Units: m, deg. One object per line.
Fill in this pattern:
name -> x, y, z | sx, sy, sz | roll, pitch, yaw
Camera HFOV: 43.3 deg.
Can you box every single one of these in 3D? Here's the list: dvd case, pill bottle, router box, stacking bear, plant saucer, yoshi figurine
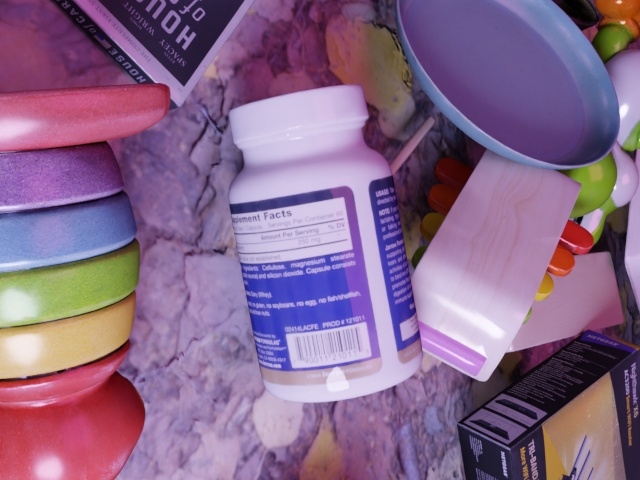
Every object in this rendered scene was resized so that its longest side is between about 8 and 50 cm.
dvd case -> -0.133, -0.262, 0.718 | 0.179, 0.030, 0.238 | 45, 58, -31
pill bottle -> 0.000, 0.000, 0.738 | 0.153, 0.153, 0.264 | -14, 97, -43
router box -> 0.293, 0.299, 0.977 | 0.243, 0.081, 0.308 | -27, 117, -31
stacking bear -> -0.194, 0.045, 0.560 | 0.164, 0.175, 0.289 | -15, 105, -45
plant saucer -> 0.217, -0.209, 0.954 | 0.318, 0.043, 0.317 | 16, 53, -23
yoshi figurine -> 0.383, -0.163, 1.068 | 0.203, 0.203, 0.362 | 23, 89, -19

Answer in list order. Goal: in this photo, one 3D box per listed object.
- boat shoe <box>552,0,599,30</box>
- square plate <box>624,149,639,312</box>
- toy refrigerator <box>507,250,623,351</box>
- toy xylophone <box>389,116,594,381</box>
boat shoe -> 0.306, -0.346, 1.102 | 0.224, 0.073, 0.080 | 21, 70, -42
square plate -> 0.541, -0.023, 1.251 | 0.344, 0.049, 0.347 | 50, 49, -45
toy refrigerator -> 0.274, 0.077, 1.033 | 0.270, 0.094, 0.102 | -5, 83, -44
toy xylophone -> 0.166, -0.015, 0.886 | 0.236, 0.081, 0.323 | 35, 49, 14
